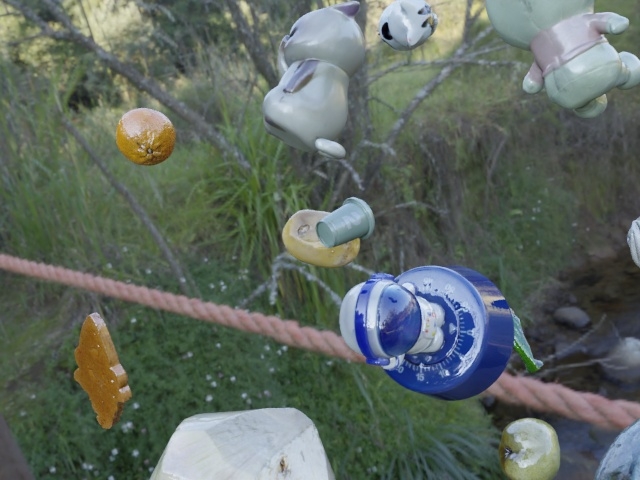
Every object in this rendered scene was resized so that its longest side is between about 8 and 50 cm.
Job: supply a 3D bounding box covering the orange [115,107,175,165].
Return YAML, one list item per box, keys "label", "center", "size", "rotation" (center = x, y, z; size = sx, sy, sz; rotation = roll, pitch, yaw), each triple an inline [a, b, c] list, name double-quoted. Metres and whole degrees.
- label: "orange"
  center: [-0.397, -0.234, 1.541]
  size: [0.136, 0.135, 0.117]
  rotation: [-18, 23, -9]

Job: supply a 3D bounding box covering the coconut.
- label: "coconut"
  center: [-0.143, 0.498, 1.281]
  size: [0.416, 0.415, 0.345]
  rotation: [-22, 31, -23]

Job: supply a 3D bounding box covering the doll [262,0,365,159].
- label: "doll"
  center: [-0.019, -0.380, 1.633]
  size: [0.226, 0.370, 0.215]
  rotation: [9, -7, 9]

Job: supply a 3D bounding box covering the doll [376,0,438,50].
- label: "doll"
  center: [0.186, -0.463, 1.447]
  size: [0.107, 0.110, 0.181]
  rotation: [-22, 13, -5]

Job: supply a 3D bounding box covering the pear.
- label: "pear"
  center: [0.514, 0.523, 1.675]
  size: [0.137, 0.167, 0.167]
  rotation: [5, 14, -3]

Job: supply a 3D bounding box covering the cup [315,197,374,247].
- label: "cup"
  center: [0.062, -0.043, 1.797]
  size: [0.141, 0.119, 0.120]
  rotation: [-24, 16, -29]

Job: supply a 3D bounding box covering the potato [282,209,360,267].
- label: "potato"
  center: [0.000, 0.000, 1.941]
  size: [0.234, 0.146, 0.150]
  rotation: [15, 45, 26]

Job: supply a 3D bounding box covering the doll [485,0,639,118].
- label: "doll"
  center: [0.292, -0.276, 0.845]
  size: [0.113, 0.275, 0.155]
  rotation: [-37, 6, -39]

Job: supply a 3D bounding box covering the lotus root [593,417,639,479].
- label: "lotus root"
  center: [0.652, 0.461, 1.336]
  size: [0.349, 0.175, 0.175]
  rotation: [-45, 26, -22]

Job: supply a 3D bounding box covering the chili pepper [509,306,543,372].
- label: "chili pepper"
  center: [0.686, 0.342, 2.350]
  size: [0.083, 0.253, 0.099]
  rotation: [-37, -28, 21]

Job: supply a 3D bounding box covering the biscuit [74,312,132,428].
- label: "biscuit"
  center: [-0.460, 0.274, 1.423]
  size: [0.183, 0.280, 0.043]
  rotation: [15, 23, 32]

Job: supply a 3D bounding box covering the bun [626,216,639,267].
- label: "bun"
  center: [0.825, -0.007, 1.678]
  size: [0.120, 0.172, 0.173]
  rotation: [17, 29, 28]

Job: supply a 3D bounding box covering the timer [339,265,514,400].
- label: "timer"
  center: [0.166, 0.156, 1.224]
  size: [0.271, 0.270, 0.384]
  rotation: [-6, -13, 32]
